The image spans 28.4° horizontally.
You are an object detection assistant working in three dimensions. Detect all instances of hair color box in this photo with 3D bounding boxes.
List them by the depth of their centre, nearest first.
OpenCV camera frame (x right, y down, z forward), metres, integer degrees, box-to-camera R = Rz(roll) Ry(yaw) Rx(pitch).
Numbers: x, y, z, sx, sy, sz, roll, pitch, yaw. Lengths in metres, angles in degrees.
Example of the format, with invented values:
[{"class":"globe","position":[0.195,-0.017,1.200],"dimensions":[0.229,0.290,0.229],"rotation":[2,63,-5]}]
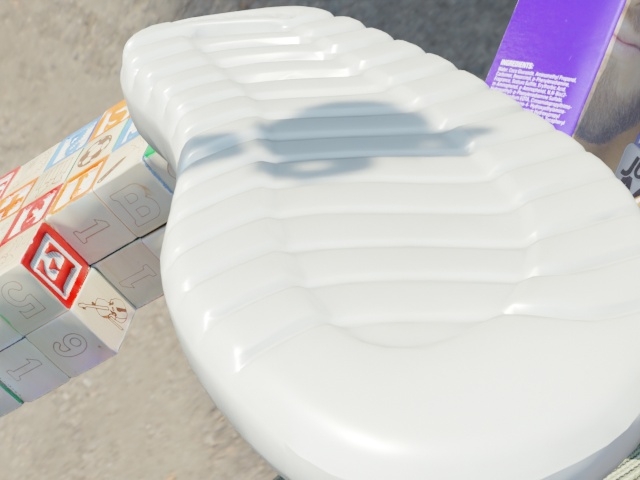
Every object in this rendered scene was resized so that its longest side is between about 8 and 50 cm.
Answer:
[{"class":"hair color box","position":[0.229,-0.113,1.004],"dimensions":[0.185,0.110,0.338],"rotation":[27,83,-44]}]

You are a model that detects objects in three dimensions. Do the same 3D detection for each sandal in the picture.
[{"class":"sandal","position":[0.015,-0.003,0.519],"dimensions":[0.169,0.416,0.102],"rotation":[-10,118,-9]}]

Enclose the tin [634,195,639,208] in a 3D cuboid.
[{"class":"tin","position":[0.240,0.006,0.769],"dimensions":[0.106,0.190,0.040],"rotation":[42,43,-26]}]

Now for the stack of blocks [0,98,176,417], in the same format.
[{"class":"stack of blocks","position":[-0.152,0.000,0.827],"dimensions":[0.087,0.297,0.171],"rotation":[49,30,-24]}]

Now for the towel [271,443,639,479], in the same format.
[{"class":"towel","position":[0.097,0.217,0.905],"dimensions":[0.324,0.312,0.056],"rotation":[-34,122,-14]}]
